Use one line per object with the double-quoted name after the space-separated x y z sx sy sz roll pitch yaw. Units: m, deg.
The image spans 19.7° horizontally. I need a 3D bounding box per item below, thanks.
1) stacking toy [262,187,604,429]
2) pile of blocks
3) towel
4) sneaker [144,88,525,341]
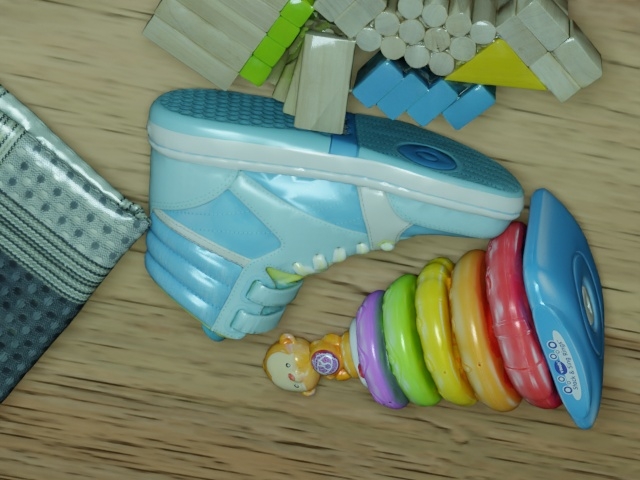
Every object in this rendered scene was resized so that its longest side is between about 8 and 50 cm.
0.088 0.085 1.596 0.302 0.166 0.175 -12 120 18 "stacking toy"
0.045 -0.170 1.497 0.362 0.112 0.149 12 118 1 "pile of blocks"
-0.355 -0.011 1.552 0.324 0.056 0.312 40 108 -6 "towel"
0.000 0.000 1.556 0.319 0.127 0.208 12 110 2 "sneaker"
